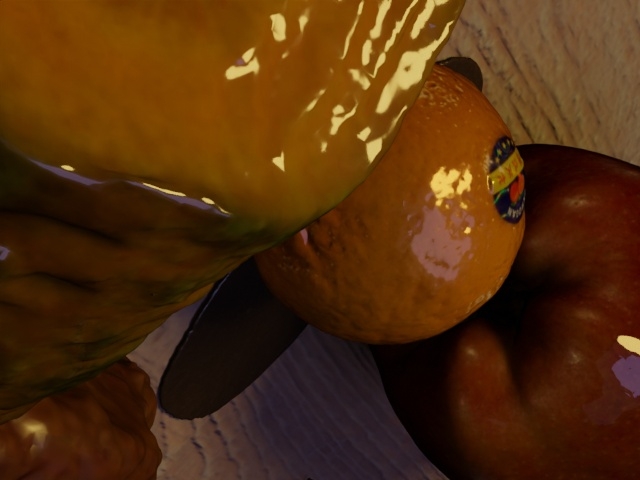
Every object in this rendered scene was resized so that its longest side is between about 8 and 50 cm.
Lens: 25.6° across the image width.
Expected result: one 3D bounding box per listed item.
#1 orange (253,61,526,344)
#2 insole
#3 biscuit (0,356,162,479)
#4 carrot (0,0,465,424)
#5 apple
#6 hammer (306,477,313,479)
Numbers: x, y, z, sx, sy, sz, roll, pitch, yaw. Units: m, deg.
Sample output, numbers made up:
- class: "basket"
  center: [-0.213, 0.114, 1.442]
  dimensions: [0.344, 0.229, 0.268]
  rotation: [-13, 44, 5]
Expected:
- class: "orange"
  center: [0.037, -0.024, 0.852]
  dimensions: [0.155, 0.177, 0.178]
  rotation: [-44, 155, -53]
- class: "insole"
  center: [0.000, 0.000, 0.983]
  dimensions: [0.328, 0.007, 0.111]
  rotation: [-49, 145, 3]
- class: "biscuit"
  center: [-0.287, 0.189, 0.743]
  dimensions: [0.395, 0.166, 0.342]
  rotation: [-47, 142, 3]
- class: "carrot"
  center: [-0.106, -0.077, 0.553]
  dimensions: [0.241, 0.241, 0.340]
  rotation: [2, 147, -46]
- class: "apple"
  center: [0.186, 0.072, 1.017]
  dimensions: [0.317, 0.288, 0.288]
  rotation: [30, 101, -45]
- class: "hammer"
  center: [0.049, 0.248, 1.249]
  dimensions: [0.297, 0.027, 0.125]
  rotation: [-3, 126, -43]
